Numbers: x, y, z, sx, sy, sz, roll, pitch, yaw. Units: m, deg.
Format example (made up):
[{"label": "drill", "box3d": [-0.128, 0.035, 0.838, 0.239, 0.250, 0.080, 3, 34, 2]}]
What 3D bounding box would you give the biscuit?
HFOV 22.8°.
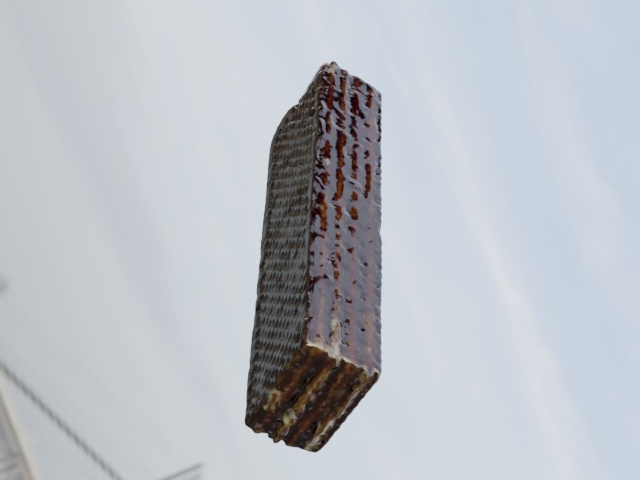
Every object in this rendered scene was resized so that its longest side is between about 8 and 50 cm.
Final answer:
[{"label": "biscuit", "box3d": [0.000, 0.000, 1.332, 0.107, 0.073, 0.388, -54, -159, 35]}]
